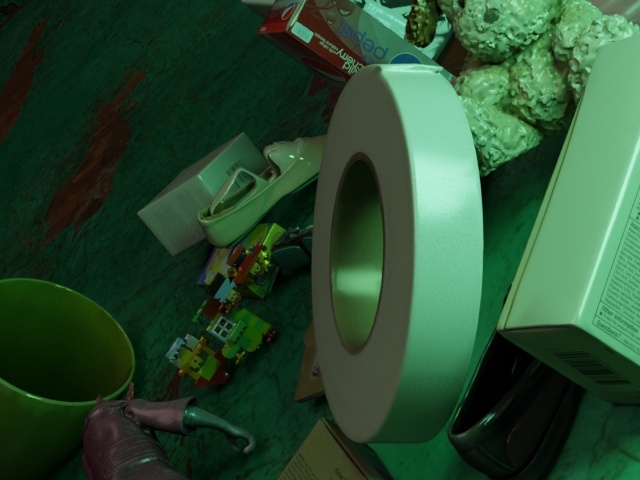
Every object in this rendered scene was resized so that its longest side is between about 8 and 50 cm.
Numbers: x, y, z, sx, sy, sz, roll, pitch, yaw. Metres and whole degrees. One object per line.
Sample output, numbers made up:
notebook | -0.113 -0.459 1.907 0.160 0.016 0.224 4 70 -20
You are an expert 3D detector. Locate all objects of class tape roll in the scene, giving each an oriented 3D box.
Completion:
tape roll | 0.069 0.013 1.501 0.392 0.072 0.392 -179 90 -76

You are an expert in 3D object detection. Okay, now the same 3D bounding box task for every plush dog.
plush dog | 0.216 -0.221 1.545 0.262 0.225 0.210 -24 8 30

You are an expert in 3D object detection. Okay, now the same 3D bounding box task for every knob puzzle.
knob puzzle | 0.049 0.097 1.773 0.213 0.030 0.213 -41 31 31

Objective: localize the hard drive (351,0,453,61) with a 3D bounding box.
hard drive | 0.114 -0.340 1.996 0.255 0.172 0.054 -62 3 -7

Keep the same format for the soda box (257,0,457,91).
soda box | 0.055 -0.228 1.852 0.083 0.263 0.092 -62 26 -9

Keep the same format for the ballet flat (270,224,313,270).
ballet flat | 0.000 0.000 1.931 0.188 0.070 0.070 -3 58 55

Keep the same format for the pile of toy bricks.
pile of toy bricks | -0.111 0.110 1.961 0.212 0.105 0.118 -57 -5 0

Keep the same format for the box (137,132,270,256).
box | -0.170 -0.068 2.213 0.170 0.091 0.130 -27 15 46

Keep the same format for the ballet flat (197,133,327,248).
ballet flat | -0.073 -0.087 2.063 0.248 0.086 0.086 -40 28 4

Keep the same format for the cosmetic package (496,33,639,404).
cosmetic package | 0.296 -0.021 1.337 0.113 0.160 0.310 -11 51 56

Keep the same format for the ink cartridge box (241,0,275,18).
ink cartridge box | 0.087 -0.471 2.178 0.385 0.160 0.279 -60 27 -4

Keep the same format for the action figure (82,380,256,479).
action figure | -0.238 0.306 1.793 0.248 0.275 0.370 -55 40 19

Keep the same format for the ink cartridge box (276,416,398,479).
ink cartridge box | 0.013 0.324 1.522 0.193 0.088 0.234 -54 26 4

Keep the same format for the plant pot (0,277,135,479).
plant pot | -0.468 0.257 2.265 0.275 0.274 0.294 -99 32 -53

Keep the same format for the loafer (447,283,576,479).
loafer | 0.213 0.090 1.427 0.109 0.095 0.303 -8 55 57

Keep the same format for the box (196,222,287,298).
box | -0.104 0.029 2.096 0.179 0.043 0.105 -1 60 58

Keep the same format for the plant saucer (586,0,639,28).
plant saucer | 0.341 -0.372 1.726 0.332 0.084 0.332 -39 32 31
